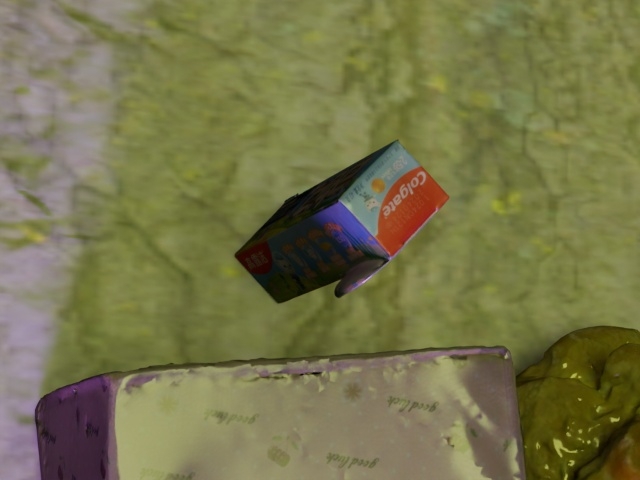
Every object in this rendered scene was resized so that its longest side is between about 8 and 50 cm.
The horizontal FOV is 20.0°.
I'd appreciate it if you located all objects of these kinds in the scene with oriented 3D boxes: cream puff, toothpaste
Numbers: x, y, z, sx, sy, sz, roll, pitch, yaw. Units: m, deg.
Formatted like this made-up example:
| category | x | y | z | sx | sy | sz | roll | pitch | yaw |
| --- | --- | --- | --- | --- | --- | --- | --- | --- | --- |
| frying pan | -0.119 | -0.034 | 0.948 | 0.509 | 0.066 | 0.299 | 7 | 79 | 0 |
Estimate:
| category | x | y | z | sx | sy | sz | roll | pitch | yaw |
| --- | --- | --- | --- | --- | --- | --- | --- | --- | --- |
| cream puff | 0.193 | 0.161 | 1.078 | 0.221 | 0.195 | 0.195 | 46 | 70 | -5 |
| toothpaste | 0.000 | 0.000 | 1.019 | 0.044 | 0.193 | 0.070 | 47 | 70 | -6 |

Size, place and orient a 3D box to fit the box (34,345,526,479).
| category | x | y | z | sx | sy | sz | roll | pitch | yaw |
| --- | --- | --- | --- | --- | --- | --- | --- | --- | --- |
| box | -0.019 | 0.217 | 0.983 | 0.225 | 0.190 | 0.297 | -3 | 81 | -20 |
